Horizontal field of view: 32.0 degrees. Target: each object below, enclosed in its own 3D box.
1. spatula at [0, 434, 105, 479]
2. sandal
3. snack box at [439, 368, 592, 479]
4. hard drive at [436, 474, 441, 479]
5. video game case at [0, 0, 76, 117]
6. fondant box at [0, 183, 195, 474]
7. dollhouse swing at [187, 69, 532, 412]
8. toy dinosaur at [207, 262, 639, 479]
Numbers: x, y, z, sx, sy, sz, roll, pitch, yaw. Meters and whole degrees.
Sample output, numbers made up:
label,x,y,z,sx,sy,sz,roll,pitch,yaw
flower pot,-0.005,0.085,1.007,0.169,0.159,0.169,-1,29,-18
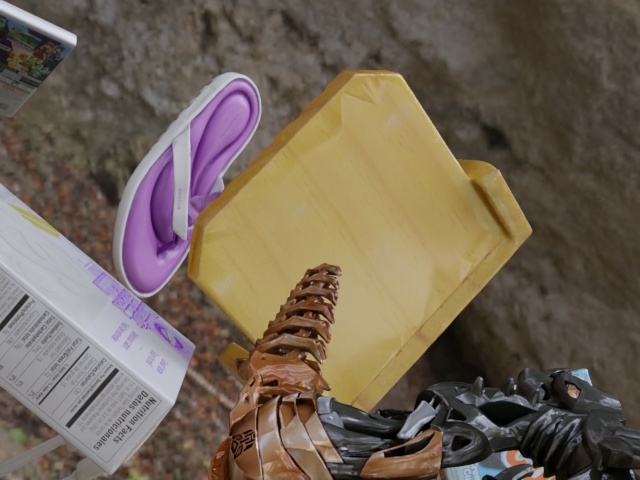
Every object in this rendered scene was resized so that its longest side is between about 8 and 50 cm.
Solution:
label,x,y,z,sx,sy,sz,roll,pitch,yaw
spatula,-0.346,0.324,1.439,0.019,0.242,0.168,19,48,-54
sandal,-0.202,-0.100,1.789,0.169,0.102,0.416,44,64,-45
snack box,0.246,0.320,1.237,0.060,0.187,0.322,106,-30,-79
hard drive,0.072,0.398,1.584,0.233,0.353,0.047,63,27,-18
video game case,-0.454,-0.253,1.465,0.201,0.183,0.023,23,47,-34
fondant box,-0.283,0.056,1.082,0.330,0.096,0.238,42,4,-6
dollhouse swing,0.000,0.000,1.258,0.305,0.347,0.315,47,-11,-18
toy dinosaur,0.022,0.121,0.506,0.164,0.218,0.322,111,-20,-59
